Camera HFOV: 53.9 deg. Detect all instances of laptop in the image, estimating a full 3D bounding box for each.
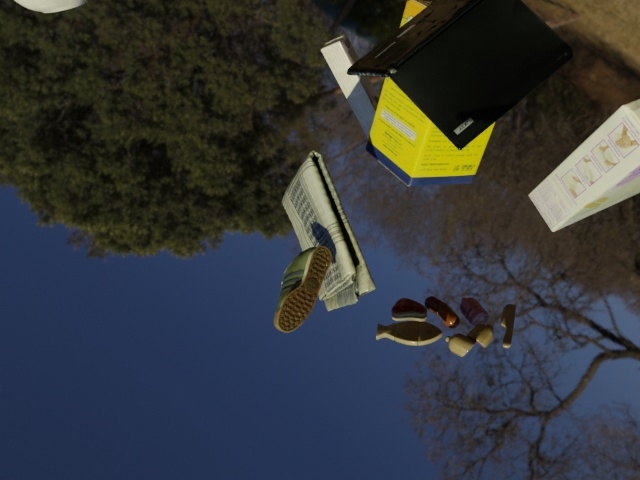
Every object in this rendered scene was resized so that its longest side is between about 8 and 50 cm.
[{"bbox_3d":[0.209,-0.283,1.004,0.136,0.234,0.264,54,173,-24],"label":"laptop"}]

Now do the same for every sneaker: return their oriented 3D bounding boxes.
[{"bbox_3d":[-0.048,0.097,1.278,0.064,0.192,0.086,36,162,-26],"label":"sneaker"}]

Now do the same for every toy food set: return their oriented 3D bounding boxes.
[{"bbox_3d":[0.120,0.079,0.597,0.122,0.019,0.078,5,-142,20],"label":"toy food set"}]

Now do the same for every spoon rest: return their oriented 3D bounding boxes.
[{"bbox_3d":[-0.371,-0.436,1.031,0.277,0.084,0.137,-11,-149,0],"label":"spoon rest"}]

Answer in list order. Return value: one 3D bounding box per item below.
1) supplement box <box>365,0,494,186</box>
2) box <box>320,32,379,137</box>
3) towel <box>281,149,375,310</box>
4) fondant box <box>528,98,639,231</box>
[{"bbox_3d":[0.267,-0.321,1.392,0.194,0.356,0.195,-5,-144,-31],"label":"supplement box"},{"bbox_3d":[0.110,-0.406,1.734,0.324,0.067,0.063,57,-143,-25],"label":"box"},{"bbox_3d":[0.000,0.000,1.413,0.056,0.312,0.324,-20,-98,-20],"label":"towel"},{"bbox_3d":[0.562,-0.154,1.134,0.238,0.330,0.096,-22,-107,-17],"label":"fondant box"}]
